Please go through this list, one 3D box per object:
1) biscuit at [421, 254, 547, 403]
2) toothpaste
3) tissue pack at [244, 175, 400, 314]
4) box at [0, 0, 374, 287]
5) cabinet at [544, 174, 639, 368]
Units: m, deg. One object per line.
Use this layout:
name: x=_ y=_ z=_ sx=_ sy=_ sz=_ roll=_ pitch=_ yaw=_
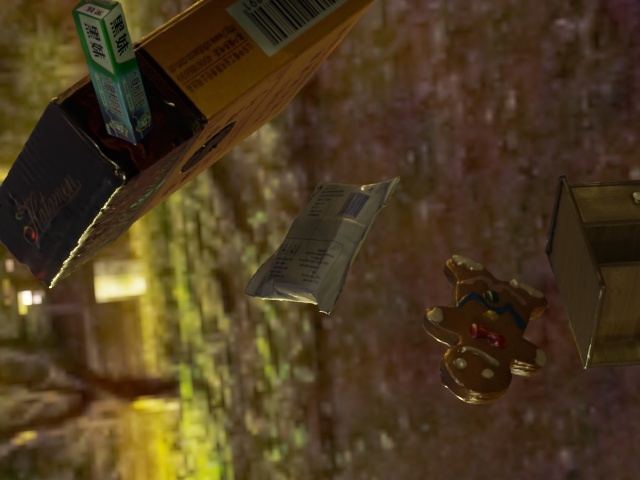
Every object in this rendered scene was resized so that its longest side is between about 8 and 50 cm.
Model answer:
biscuit: x=0.175 y=0.096 z=1.607 sx=0.205 sy=0.138 sz=0.031 roll=-64 pitch=-1 yaw=-50
toothpaste: x=-0.103 y=-0.084 z=0.764 sx=0.020 sy=0.017 sz=0.083 roll=23 pitch=145 yaw=27
tissue pack: x=0.000 y=0.000 z=1.278 sx=0.122 sy=0.026 sz=0.193 roll=-61 pitch=18 yaw=-9
box: x=-0.150 y=-0.143 z=1.636 sx=0.116 sy=0.415 sz=0.264 roll=48 pitch=143 yaw=1
cabinet: x=0.397 y=0.028 z=1.919 sx=0.215 sy=0.175 sz=0.148 roll=-100 pitch=9 yaw=-48
